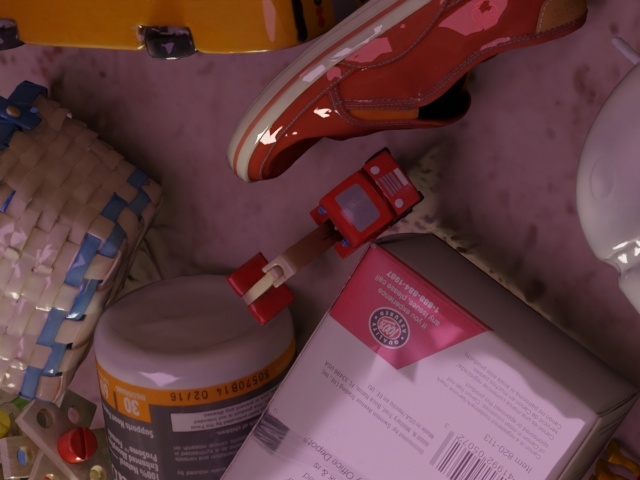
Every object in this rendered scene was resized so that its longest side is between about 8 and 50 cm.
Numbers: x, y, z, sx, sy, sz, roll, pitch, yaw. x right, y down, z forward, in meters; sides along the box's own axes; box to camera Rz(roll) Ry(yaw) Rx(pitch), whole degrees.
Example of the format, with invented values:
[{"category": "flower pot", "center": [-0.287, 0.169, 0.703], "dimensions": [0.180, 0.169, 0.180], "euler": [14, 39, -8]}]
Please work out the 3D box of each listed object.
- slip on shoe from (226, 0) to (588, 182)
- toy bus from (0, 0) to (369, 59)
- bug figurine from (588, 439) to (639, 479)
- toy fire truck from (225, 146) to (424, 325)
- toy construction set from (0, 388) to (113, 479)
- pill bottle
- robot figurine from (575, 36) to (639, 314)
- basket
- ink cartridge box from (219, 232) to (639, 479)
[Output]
[{"category": "slip on shoe", "center": [0.051, -0.113, 1.349], "dimensions": [0.331, 0.123, 0.101], "euler": [-33, 95, 41]}, {"category": "toy bus", "center": [-0.134, -0.206, 1.438], "dimensions": [0.332, 0.130, 0.108], "euler": [7, 119, 38]}, {"category": "bug figurine", "center": [0.235, 0.197, 1.299], "dimensions": [0.072, 0.279, 0.216], "euler": [22, 116, -2]}, {"category": "toy fire truck", "center": [0.000, 0.000, 1.426], "dimensions": [0.047, 0.135, 0.192], "euler": [53, 172, 2]}, {"category": "toy construction set", "center": [-0.245, 0.216, 1.765], "dimensions": [0.327, 0.151, 0.215], "euler": [-19, 99, 60]}, {"category": "pill bottle", "center": [-0.090, 0.181, 1.600], "dimensions": [0.162, 0.162, 0.278], "euler": [15, 122, 34]}, {"category": "robot figurine", "center": [0.288, 0.011, 1.151], "dimensions": [0.353, 0.200, 0.300], "euler": [53, 165, 2]}, {"category": "basket", "center": [-0.298, -0.013, 1.611], "dimensions": [0.289, 0.201, 0.255], "euler": [26, 122, -6]}, {"category": "ink cartridge box", "center": [0.062, 0.167, 1.419], "dimensions": [0.207, 0.117, 0.283], "euler": [38, 108, 17]}]
